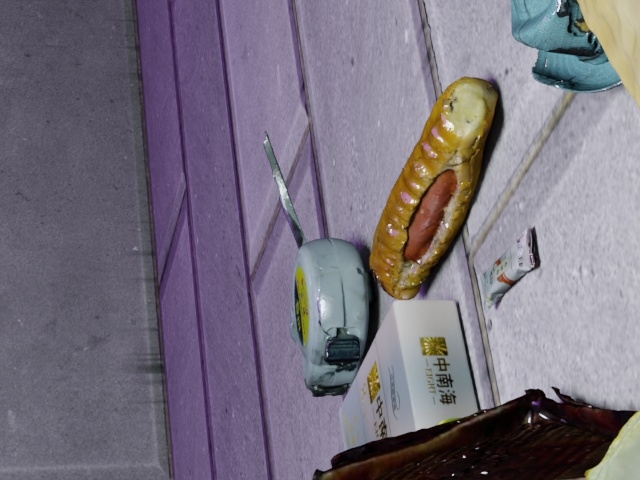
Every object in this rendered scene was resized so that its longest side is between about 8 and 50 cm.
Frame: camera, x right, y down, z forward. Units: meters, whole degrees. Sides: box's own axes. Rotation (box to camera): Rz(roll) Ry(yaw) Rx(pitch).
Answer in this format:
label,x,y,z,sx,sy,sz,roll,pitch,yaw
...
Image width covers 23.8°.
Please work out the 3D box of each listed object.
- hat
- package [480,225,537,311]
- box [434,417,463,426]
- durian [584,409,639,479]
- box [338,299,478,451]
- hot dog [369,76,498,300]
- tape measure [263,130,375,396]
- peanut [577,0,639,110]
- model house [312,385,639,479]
label,x,y,z,sx,sy,sz,roll,pitch,yaw
hat,0.171,-0.178,1.088,0.191,0.078,0.138,-127,41,-67
package,0.156,0.025,1.273,0.110,0.015,0.037,123,150,-63
box,0.093,0.291,1.356,0.345,0.097,0.134,111,155,-55
durian,0.225,0.087,0.705,0.306,0.166,0.172,144,123,-59
box,0.081,0.179,1.463,0.243,0.067,0.155,110,154,-55
hot dog,0.098,-0.043,1.404,0.289,0.068,0.083,108,164,-53
tape measure,0.001,0.000,1.739,0.164,0.084,0.330,121,145,-60
peanut,0.208,-0.138,0.745,0.174,0.158,0.340,-54,35,26
model house,0.133,0.265,1.058,0.282,0.297,0.317,-15,-75,-67
